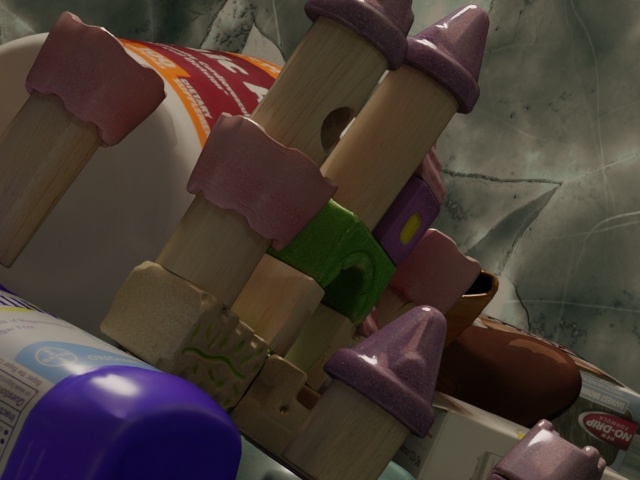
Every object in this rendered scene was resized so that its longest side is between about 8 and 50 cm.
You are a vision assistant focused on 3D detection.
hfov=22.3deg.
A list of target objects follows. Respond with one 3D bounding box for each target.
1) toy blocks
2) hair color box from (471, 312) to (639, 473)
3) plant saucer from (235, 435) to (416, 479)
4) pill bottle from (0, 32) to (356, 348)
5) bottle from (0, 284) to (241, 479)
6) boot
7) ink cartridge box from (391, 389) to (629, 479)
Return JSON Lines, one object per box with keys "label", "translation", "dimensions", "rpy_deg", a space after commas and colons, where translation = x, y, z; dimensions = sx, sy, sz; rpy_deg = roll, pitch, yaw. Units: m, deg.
{"label": "toy blocks", "translation": [0.032, -0.006, 0.851], "dimensions": [0.309, 0.260, 0.288], "rpy_deg": [31, -10, 27]}
{"label": "hair color box", "translation": [0.205, 0.156, 1.767], "dimensions": [0.185, 0.113, 0.374], "rpy_deg": [22, 3, -6]}
{"label": "plant saucer", "translation": [0.003, 0.147, 1.027], "dimensions": [0.195, 0.037, 0.195], "rpy_deg": [22, 2, -1]}
{"label": "pill bottle", "translation": [-0.109, -0.039, 1.264], "dimensions": [0.224, 0.224, 0.392], "rpy_deg": [23, 12, 20]}
{"label": "bottle", "translation": [-0.171, 0.057, 0.726], "dimensions": [0.283, 0.092, 0.118], "rpy_deg": [24, 3, 33]}
{"label": "boot", "translation": [0.107, 0.070, 1.314], "dimensions": [0.264, 0.096, 0.280], "rpy_deg": [12, -23, -1]}
{"label": "ink cartridge box", "translation": [0.124, 0.169, 1.263], "dimensions": [0.198, 0.067, 0.115], "rpy_deg": [23, 0, -11]}
